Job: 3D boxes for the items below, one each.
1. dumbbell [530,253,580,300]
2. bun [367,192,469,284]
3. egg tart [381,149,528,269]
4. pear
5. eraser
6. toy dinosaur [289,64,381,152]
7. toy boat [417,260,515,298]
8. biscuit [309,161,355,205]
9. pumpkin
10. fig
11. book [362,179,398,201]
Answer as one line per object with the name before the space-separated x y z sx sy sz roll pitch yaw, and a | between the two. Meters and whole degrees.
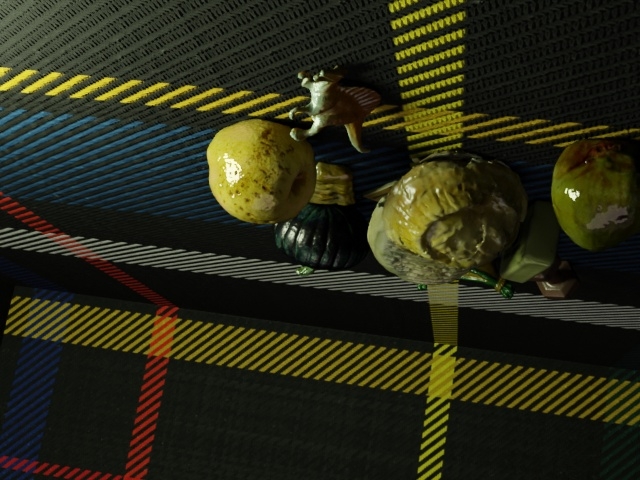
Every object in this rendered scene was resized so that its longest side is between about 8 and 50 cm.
dumbbell | 0.467 0.062 1.978 0.082 0.092 0.231 34 -178 31
bun | 0.187 -0.023 1.682 0.210 0.116 0.237 -1 136 -1
egg tart | 0.219 -0.032 1.532 0.232 0.098 0.252 -29 129 16
pear | -0.095 -0.110 1.499 0.178 0.177 0.178 9 167 2
eraser | 0.374 0.003 1.718 0.058 0.117 0.172 14 167 -2
toy dinosaur | 0.034 -0.186 1.325 0.212 0.057 0.142 6 153 -44
toy boat | 0.322 0.079 2.139 0.230 0.088 0.089 3 165 27
biscuit | -0.026 -0.103 1.711 0.184 0.038 0.174 6 168 9
pumpkin | 0.004 -0.013 1.822 0.194 0.150 0.194 -14 -169 3
fig | 0.395 -0.063 1.344 0.154 0.165 0.144 33 -145 25
book | 0.179 -0.073 1.758 0.172 0.012 0.118 15 165 -24
